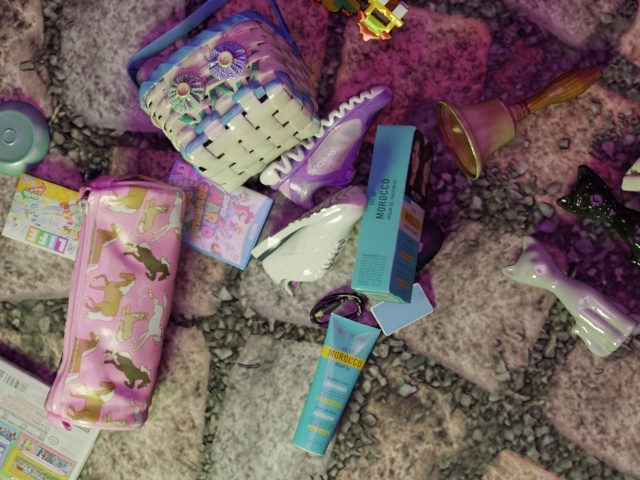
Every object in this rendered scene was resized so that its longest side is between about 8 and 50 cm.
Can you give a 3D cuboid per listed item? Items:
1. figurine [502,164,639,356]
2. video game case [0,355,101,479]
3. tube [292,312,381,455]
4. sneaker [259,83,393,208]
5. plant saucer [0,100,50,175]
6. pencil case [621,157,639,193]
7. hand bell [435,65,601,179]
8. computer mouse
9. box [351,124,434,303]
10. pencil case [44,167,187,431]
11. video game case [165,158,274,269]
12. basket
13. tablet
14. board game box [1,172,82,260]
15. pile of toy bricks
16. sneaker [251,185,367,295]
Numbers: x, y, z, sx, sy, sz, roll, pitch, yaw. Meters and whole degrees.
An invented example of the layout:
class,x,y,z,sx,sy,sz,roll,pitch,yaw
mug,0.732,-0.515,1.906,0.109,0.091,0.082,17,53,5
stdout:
class,x,y,z,sx,sy,sz,roll,pitch,yaw
figurine,0.401,0.028,1.581,0.209,0.092,0.215,40,95,13
video game case,-0.468,0.310,1.699,0.212,0.023,0.193,28,92,5
tube,0.018,0.219,1.636,0.080,0.052,0.207,21,88,-15
sneaker,0.026,-0.135,1.618,0.236,0.095,0.104,-41,92,10
plant saucer,-0.486,-0.162,1.704,0.119,0.021,0.119,0,89,7
pencil case,0.579,-0.223,1.515,0.183,0.160,0.410,26,93,-14
hand bell,0.305,-0.196,1.592,0.242,0.126,0.126,-26,87,-7
computer mouse,0.083,0.054,1.631,0.242,0.041,0.071,-40,87,5
box,0.107,-0.037,1.570,0.060,0.100,0.244,5,79,25
pencil case,-0.304,0.092,1.603,0.167,0.160,0.386,9,95,-6
video game case,-0.169,-0.041,1.671,0.166,0.015,0.119,23,92,6
basket,-0.140,-0.241,1.588,0.254,0.201,0.289,-37,51,9
tablet,0.123,0.104,1.635,0.083,0.006,0.054,-29,108,5
board game box,-0.408,-0.033,1.692,0.154,0.026,0.103,18,92,6
pile of toy bricks,0.030,-0.386,1.620,0.212,0.118,0.105,38,122,-11
sneaker,0.000,0.000,1.580,0.235,0.090,0.095,-33,90,47
